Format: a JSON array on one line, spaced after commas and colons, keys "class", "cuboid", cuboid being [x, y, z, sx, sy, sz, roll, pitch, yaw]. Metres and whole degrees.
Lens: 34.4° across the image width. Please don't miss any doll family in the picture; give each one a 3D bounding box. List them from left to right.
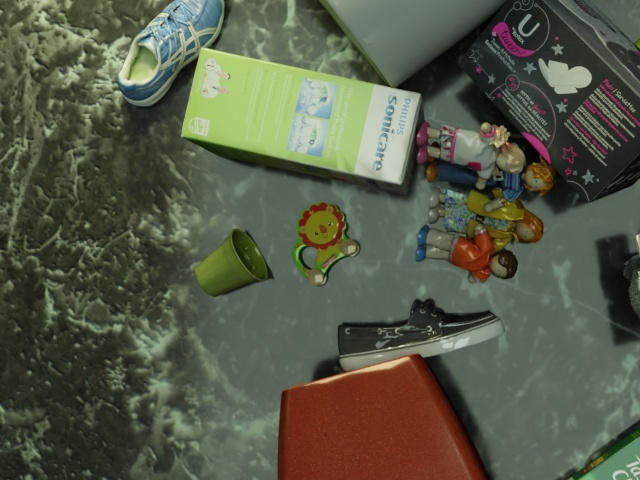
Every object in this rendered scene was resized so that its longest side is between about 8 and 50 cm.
[{"class": "doll family", "cuboid": [0.220, -0.066, 1.348, 0.163, 0.118, 0.263, 14, 133, 21]}]

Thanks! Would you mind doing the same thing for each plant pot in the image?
[{"class": "plant pot", "cuboid": [-0.129, 0.039, 1.437, 0.079, 0.083, 0.083, -31, 85, 17]}, {"class": "plant pot", "cuboid": [0.078, 0.285, 1.325, 0.267, 0.267, 0.235, -16, 76, 6]}]

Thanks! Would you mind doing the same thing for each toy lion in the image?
[{"class": "toy lion", "cuboid": [0.000, 0.000, 1.443, 0.100, 0.034, 0.096, -43, 78, 5]}]

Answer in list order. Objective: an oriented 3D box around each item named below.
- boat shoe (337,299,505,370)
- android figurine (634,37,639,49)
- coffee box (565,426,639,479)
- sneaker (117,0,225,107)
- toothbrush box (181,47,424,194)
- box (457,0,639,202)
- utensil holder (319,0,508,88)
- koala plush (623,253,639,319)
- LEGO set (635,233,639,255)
[{"class": "boat shoe", "cuboid": [0.131, 0.119, 1.404, 0.228, 0.080, 0.076, -13, 89, 14]}, {"class": "android figurine", "cuboid": [0.514, -0.184, 1.371, 0.248, 0.056, 0.273, 45, 96, 6]}, {"class": "coffee box", "cuboid": [0.397, 0.343, 1.380, 0.184, 0.040, 0.113, -36, 85, 5]}, {"class": "sneaker", "cuboid": [-0.207, -0.278, 1.446, 0.080, 0.081, 0.211, 35, 92, 8]}, {"class": "toothbrush box", "cuboid": [-0.014, -0.150, 1.357, 0.283, 0.206, 0.122, 11, 90, 6]}, {"class": "box", "cuboid": [0.328, -0.192, 1.296, 0.247, 0.163, 0.142, 51, 124, 16]}, {"class": "utensil holder", "cuboid": [0.149, -0.423, 1.287, 0.385, 0.327, 0.327, -39, 85, 6]}, {"class": "koala plush", "cuboid": [0.481, 0.097, 1.306, 0.221, 0.196, 0.203, 37, 103, 2]}, {"class": "LEGO set", "cuboid": [0.487, 0.089, 1.195, 0.182, 0.060, 0.244, -15, 66, 11]}]
